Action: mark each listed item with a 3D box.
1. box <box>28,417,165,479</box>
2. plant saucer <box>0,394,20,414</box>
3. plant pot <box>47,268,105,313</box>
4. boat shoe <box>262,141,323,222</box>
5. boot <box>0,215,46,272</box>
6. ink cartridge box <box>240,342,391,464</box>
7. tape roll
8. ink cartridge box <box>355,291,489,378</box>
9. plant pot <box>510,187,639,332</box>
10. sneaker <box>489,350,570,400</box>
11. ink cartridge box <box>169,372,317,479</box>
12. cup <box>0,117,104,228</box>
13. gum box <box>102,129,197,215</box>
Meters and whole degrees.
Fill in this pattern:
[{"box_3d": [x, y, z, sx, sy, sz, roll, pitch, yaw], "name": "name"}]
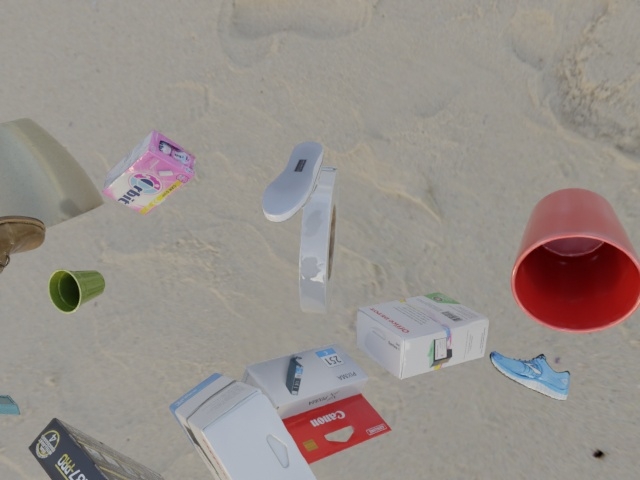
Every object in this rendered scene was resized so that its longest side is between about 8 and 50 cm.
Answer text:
[{"box_3d": [-0.409, 0.567, 1.527, 0.318, 0.395, 0.097, 25, 70, 40], "name": "box"}, {"box_3d": [-0.556, 0.242, 1.053, 0.067, 0.192, 0.018, 10, 86, 53], "name": "plant saucer"}, {"box_3d": [-0.447, 0.086, 1.303, 0.083, 0.079, 0.083, 5, 101, 26], "name": "plant pot"}, {"box_3d": [-0.047, -0.109, 1.492, 0.095, 0.084, 0.258, 11, 44, 20], "name": "boat shoe"}, {"box_3d": [-0.598, 0.028, 1.255, 0.112, 0.305, 0.115, -41, 82, 20], "name": "boot"}, {"box_3d": [0.001, 0.373, 1.655, 0.261, 0.296, 0.066, 44, 126, 34], "name": "ink cartridge box"}, {"box_3d": [0.000, 0.000, 1.863, 0.072, 0.392, 0.391, 4, 81, 5], "name": "tape roll"}, {"box_3d": [0.257, 0.237, 1.799, 0.201, 0.278, 0.117, 29, 121, 53], "name": "ink cartridge box"}, {"box_3d": [0.564, 0.026, 1.557, 0.275, 0.274, 0.243, 5, 38, 14], "name": "plant pot"}, {"box_3d": [0.411, 0.251, 1.374, 0.162, 0.063, 0.073, 23, 84, 15], "name": "sneaker"}, {"box_3d": [-0.154, 0.388, 1.331, 0.129, 0.307, 0.223, -33, 97, -21], "name": "ink cartridge box"}, {"box_3d": [-0.683, -0.135, 1.558, 0.331, 0.331, 0.236, -16, 102, 10], "name": "cup"}, {"box_3d": [-0.348, -0.138, 1.437, 0.188, 0.107, 0.062, -32, 42, 36], "name": "gum box"}]
